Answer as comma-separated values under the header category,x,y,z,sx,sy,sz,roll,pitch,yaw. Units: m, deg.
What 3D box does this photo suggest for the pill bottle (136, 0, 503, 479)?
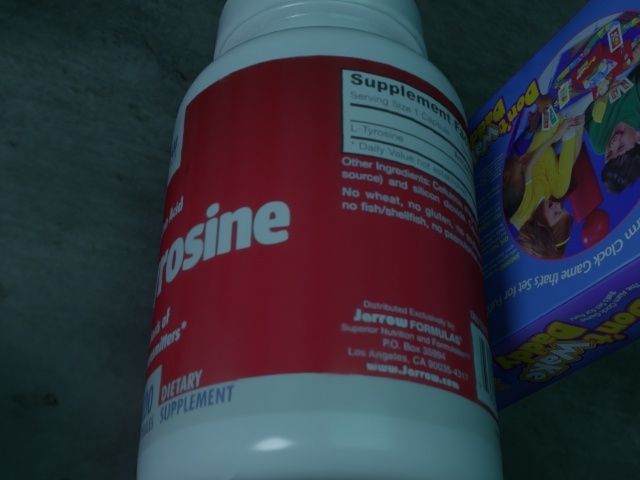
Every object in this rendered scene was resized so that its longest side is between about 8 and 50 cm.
category,x,y,z,sx,sy,sz,roll,pitch,yaw
pill bottle,0.000,0.000,0.654,0.229,0.229,0.408,14,56,-22

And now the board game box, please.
category,x,y,z,sx,sy,sz,roll,pitch,yaw
board game box,0.183,-0.027,0.697,0.078,0.347,0.233,18,56,-21
